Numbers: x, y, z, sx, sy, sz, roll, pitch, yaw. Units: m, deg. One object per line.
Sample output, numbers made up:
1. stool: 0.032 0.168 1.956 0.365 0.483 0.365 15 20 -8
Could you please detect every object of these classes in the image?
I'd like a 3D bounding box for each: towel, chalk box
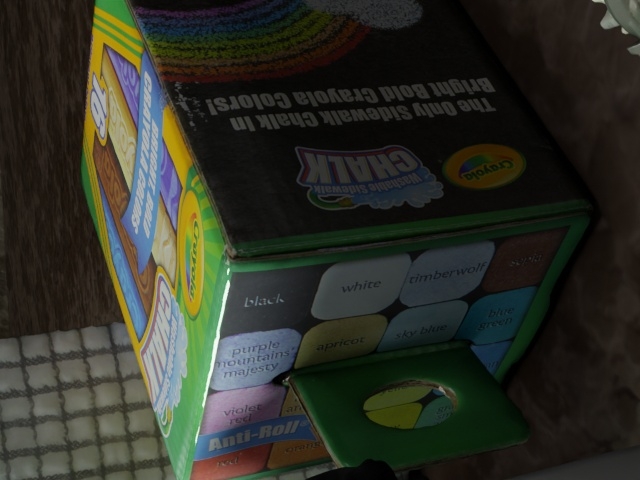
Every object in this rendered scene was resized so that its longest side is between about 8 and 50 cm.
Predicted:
1. towel: -0.086 0.163 0.705 0.121 0.284 0.235 161 101 -69
2. chalk box: 0.000 0.000 0.573 0.179 0.180 0.289 107 148 -46

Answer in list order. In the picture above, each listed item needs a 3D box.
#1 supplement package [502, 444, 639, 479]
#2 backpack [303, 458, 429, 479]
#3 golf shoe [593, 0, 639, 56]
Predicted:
1. supplement package: 0.136 0.169 0.395 0.105 0.105 0.179 176 86 -70
2. backpack: 0.010 0.191 0.425 0.152 0.115 0.182 116 135 -60
3. golf shoe: 0.148 -0.069 0.323 0.120 0.105 0.273 -21 84 52
